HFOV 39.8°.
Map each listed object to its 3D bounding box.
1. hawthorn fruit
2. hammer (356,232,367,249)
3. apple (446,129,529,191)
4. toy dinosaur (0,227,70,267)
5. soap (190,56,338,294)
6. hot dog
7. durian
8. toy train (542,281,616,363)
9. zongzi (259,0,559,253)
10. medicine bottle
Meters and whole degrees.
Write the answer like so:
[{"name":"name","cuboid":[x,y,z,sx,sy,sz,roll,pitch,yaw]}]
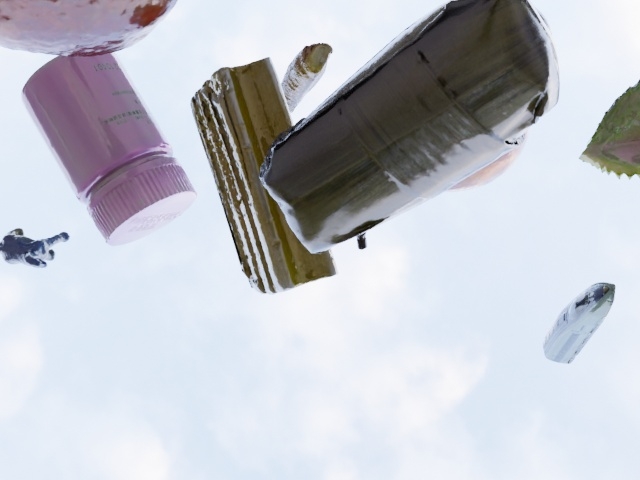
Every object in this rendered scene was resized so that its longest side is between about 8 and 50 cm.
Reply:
[{"name":"hawthorn fruit","cuboid":[-0.311,-0.331,0.918,0.369,0.285,0.285,-13,-128,-20]},{"name":"hammer","cuboid":[0.000,0.000,1.646,0.178,0.065,0.021,-11,-158,7]},{"name":"apple","cuboid":[0.268,-0.220,1.718,0.271,0.206,0.252,-2,-84,16]},{"name":"toy dinosaur","cuboid":[-0.589,0.017,1.676,0.247,0.188,0.075,11,-81,14]},{"name":"soap","cuboid":[-0.074,-0.072,1.103,0.089,0.173,0.274,-17,-88,-20]},{"name":"hot dog","cuboid":[-0.041,-0.327,1.780,0.068,0.289,0.083,37,-107,-8]},{"name":"durian","cuboid":[0.608,-0.249,1.522,0.352,0.169,0.158,-60,-165,18]},{"name":"toy train","cuboid":[0.366,0.111,1.256,0.048,0.252,0.055,13,-115,7]},{"name":"zongzi","cuboid":[0.094,-0.134,0.847,0.286,0.138,0.300,-33,-166,23]},{"name":"medicine bottle","cuboid":[-0.345,-0.154,1.448,0.178,0.178,0.291,-31,-97,-8]}]
